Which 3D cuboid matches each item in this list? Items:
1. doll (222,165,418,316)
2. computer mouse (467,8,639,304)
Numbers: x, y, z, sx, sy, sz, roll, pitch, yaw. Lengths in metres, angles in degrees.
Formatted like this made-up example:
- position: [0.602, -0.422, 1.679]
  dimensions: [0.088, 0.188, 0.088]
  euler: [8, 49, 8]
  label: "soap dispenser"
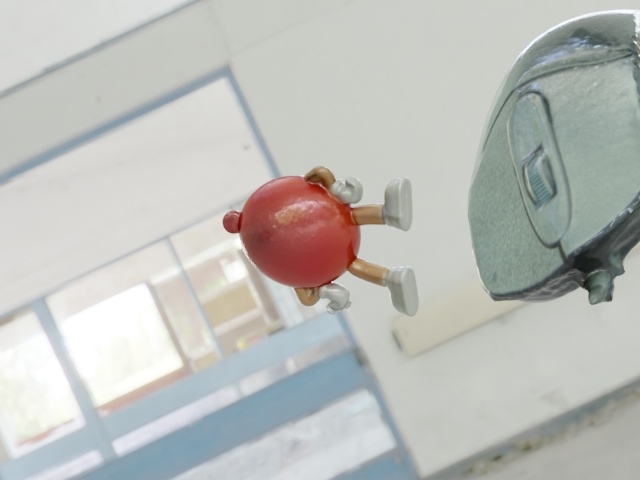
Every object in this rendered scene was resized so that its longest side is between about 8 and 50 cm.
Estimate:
- position: [0.000, 0.000, 1.380]
  dimensions: [0.217, 0.183, 0.085]
  euler: [4, 24, 20]
  label: "doll"
- position: [0.117, -0.051, 0.610]
  dimensions: [0.113, 0.068, 0.229]
  euler: [-45, 14, 32]
  label: "computer mouse"
